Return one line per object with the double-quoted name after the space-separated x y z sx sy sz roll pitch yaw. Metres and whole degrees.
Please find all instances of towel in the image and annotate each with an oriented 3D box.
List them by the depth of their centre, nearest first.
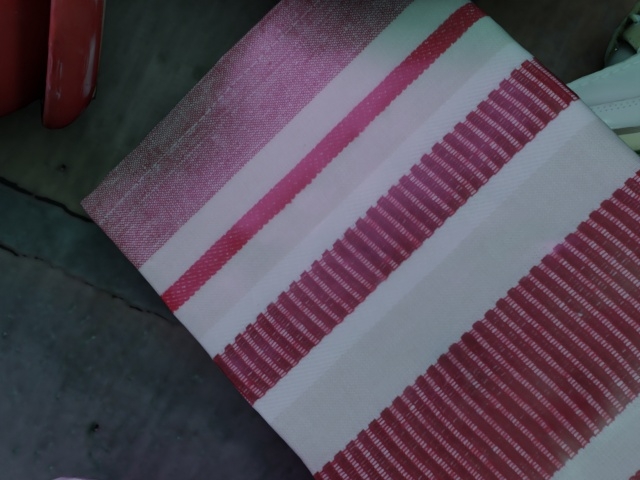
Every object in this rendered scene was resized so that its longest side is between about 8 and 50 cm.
0.053 0.011 0.651 0.237 0.037 0.329 -44 70 4 "towel"

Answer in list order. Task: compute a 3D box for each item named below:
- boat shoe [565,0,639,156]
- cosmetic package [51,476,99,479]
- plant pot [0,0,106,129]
0.213 -0.092 0.738 0.302 0.113 0.103 -12 78 -15 "boat shoe"
-0.089 0.351 0.546 0.162 0.230 0.453 12 73 -5 "cosmetic package"
-0.204 -0.145 0.655 0.174 0.191 0.191 2 83 -16 "plant pot"
